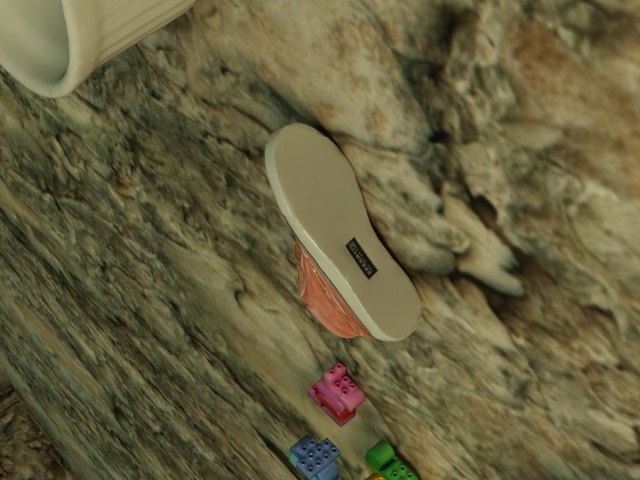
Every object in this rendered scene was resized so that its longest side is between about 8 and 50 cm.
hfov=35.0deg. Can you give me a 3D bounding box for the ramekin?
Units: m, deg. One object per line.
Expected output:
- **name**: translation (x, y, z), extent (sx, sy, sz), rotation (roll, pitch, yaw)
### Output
- **ramekin**: translation (-0.197, -0.253, 0.718), extent (0.277, 0.135, 0.277), rotation (42, 152, 29)

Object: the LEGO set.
- **LEGO set**: translation (0.047, 0.202, 0.878), extent (0.227, 0.087, 0.093), rotation (42, 152, 25)

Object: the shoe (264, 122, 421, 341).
- **shoe**: translation (0.000, 0.000, 0.748), extent (0.178, 0.063, 0.081), rotation (58, 150, -13)
